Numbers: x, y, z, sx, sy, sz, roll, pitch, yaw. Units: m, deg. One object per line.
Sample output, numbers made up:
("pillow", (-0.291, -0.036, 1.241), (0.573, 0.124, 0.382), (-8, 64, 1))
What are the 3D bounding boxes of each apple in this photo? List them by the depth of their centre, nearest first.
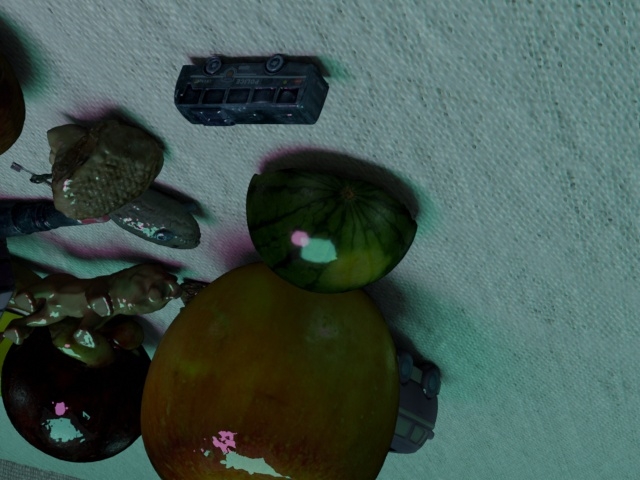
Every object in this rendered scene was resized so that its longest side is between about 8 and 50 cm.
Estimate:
("apple", (-0.067, 0.209, 1.795), (0.374, 0.374, 0.384), (22, 152, -9))

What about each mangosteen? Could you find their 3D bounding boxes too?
("mangosteen", (-0.416, 0.242, 2.257), (0.288, 0.288, 0.288), (16, 157, 7))

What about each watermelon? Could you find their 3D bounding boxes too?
("watermelon", (0.001, -0.002, 1.534), (0.204, 0.127, 0.232), (23, 163, -20))

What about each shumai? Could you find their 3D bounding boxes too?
("shumai", (-0.278, -0.099, 1.563), (0.116, 0.145, 0.145), (50, 172, 28))
("shumai", (-0.186, 0.110, 1.987), (0.083, 0.080, 0.082), (29, 157, -28))

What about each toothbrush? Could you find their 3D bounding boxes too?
("toothbrush", (-0.388, -0.082, 1.798), (0.097, 0.008, 0.006), (30, 169, -28))

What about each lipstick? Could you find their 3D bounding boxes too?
("lipstick", (-0.392, -0.031, 1.866), (0.234, 0.053, 0.053), (-1, 150, 35))

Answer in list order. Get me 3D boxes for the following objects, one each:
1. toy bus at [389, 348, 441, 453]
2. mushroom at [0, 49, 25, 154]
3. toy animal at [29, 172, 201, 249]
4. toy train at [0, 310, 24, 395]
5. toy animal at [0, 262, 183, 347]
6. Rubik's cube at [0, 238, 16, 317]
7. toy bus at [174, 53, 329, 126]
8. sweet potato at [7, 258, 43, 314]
("toy bus", (0.087, 0.243, 1.984), (0.142, 0.142, 0.202), (3, 163, 31))
("mushroom", (-0.459, -0.161, 1.451), (0.267, 0.255, 0.267), (-8, 165, -2))
("toy animal", (-0.262, -0.051, 1.677), (0.253, 0.070, 0.079), (25, 158, -30))
("toy train", (-0.731, 0.214, 2.543), (0.272, 0.179, 0.442), (20, 159, -25))
("toy animal", (-0.353, 0.091, 1.976), (0.312, 0.157, 0.097), (-3, 111, 30))
("Rubik's cube", (-0.621, 0.051, 1.948), (0.319, 0.319, 0.264), (10, 130, 19))
("toy bus", (-0.074, -0.151, 1.326), (0.165, 0.065, 0.047), (3, 154, 31))
("sweet potato", (-0.580, 0.057, 2.158), (0.354, 0.095, 0.106), (10, 111, 15))
